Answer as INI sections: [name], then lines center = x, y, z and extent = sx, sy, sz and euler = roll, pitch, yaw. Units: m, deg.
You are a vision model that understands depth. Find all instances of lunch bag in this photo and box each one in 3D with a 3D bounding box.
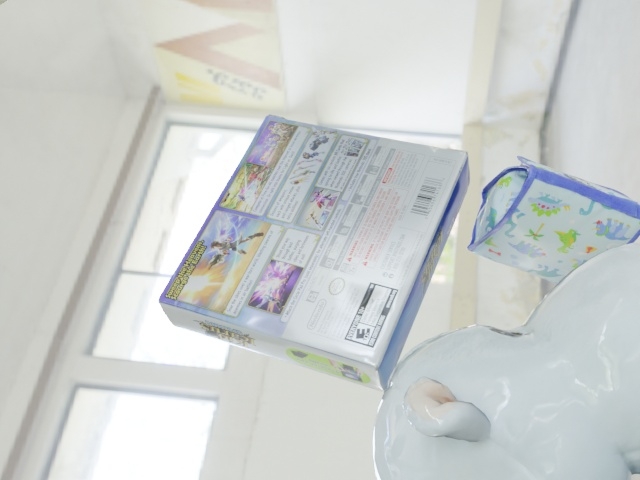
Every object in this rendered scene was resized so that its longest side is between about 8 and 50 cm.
[lunch bag]
center = 0.237, -0.024, 0.850
extent = 0.151, 0.129, 0.096
euler = 124, 164, -72

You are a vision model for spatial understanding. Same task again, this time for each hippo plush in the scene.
[hippo plush]
center = 0.130, 0.140, 0.397
extent = 0.236, 0.294, 0.234
euler = 56, 180, 14

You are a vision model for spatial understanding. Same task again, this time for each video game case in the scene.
[video game case]
center = 0.000, 0.000, 0.896
extent = 0.061, 0.244, 0.269
euler = 73, -142, -53

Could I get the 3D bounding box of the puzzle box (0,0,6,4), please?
[puzzle box]
center = -0.088, -0.292, 0.353
extent = 0.052, 0.409, 0.272
euler = 62, -177, 39
